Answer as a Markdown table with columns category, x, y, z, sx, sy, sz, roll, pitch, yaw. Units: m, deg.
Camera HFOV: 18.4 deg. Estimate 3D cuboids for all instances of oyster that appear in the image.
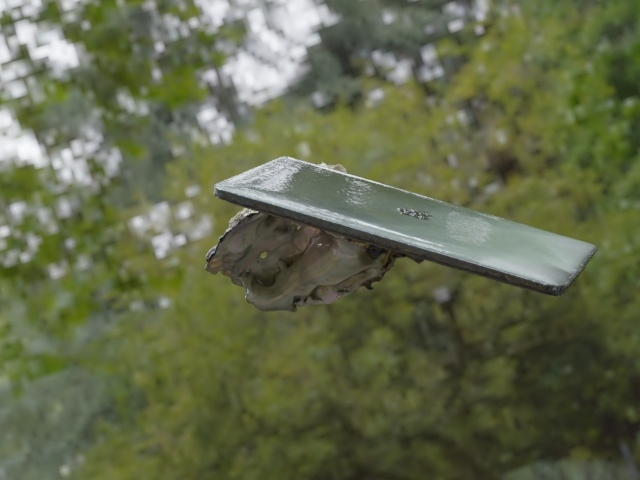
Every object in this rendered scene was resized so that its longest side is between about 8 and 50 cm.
| category | x | y | z | sx | sy | sz | roll | pitch | yaw |
| --- | --- | --- | --- | --- | --- | --- | --- | --- | --- |
| oyster | 0.000 | 0.000 | 1.770 | 0.191 | 0.081 | 0.163 | 15 | -47 | -2 |

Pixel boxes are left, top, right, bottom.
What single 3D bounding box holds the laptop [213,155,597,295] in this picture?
| category | x | y | z | sx | sy | sz | roll | pitch | yaw |
| --- | --- | --- | --- | --- | --- | --- | --- | --- | --- |
| laptop | 0.069 | -0.014 | 1.499 | 0.269 | 0.015 | 0.187 | 16 | 14 | 13 |
